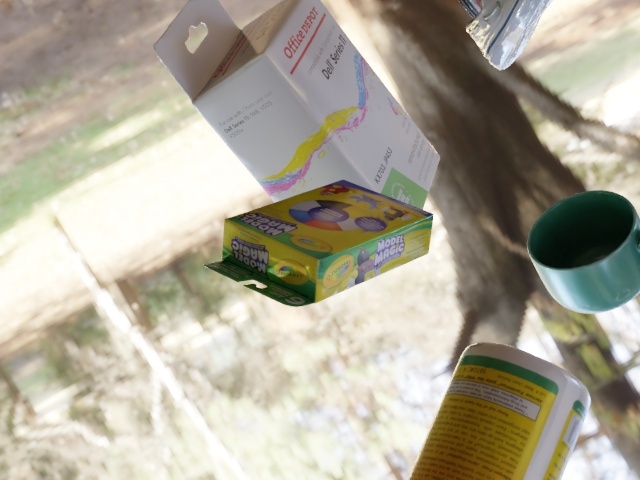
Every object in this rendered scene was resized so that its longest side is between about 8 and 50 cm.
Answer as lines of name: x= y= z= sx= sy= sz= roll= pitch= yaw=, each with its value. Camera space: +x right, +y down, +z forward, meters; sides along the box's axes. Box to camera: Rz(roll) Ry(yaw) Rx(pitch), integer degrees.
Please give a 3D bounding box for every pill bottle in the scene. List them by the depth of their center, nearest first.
pill bottle: x=0.135 y=0.200 z=1.065 sx=0.208 sy=0.117 sz=0.117 roll=-65 pitch=-166 yaw=-18

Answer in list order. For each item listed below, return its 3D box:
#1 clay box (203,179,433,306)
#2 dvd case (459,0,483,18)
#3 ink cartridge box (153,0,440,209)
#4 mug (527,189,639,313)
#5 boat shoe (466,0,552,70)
clay box: x=0.000 y=0.000 z=1.309 sx=0.127 sy=0.053 sz=0.222 roll=23 pitch=-153 yaw=34
dvd case: x=0.180 y=-0.297 z=1.513 sx=0.013 sy=0.119 sz=0.087 roll=-21 pitch=-135 yaw=29
ink cartridge box: x=-0.018 y=-0.157 z=1.517 sx=0.119 sy=0.353 sz=0.207 roll=-29 pitch=-158 yaw=30
mug: x=0.321 y=0.025 z=1.461 sx=0.129 sy=0.097 sz=0.158 roll=-39 pitch=-145 yaw=-9
boat shoe: x=0.202 y=-0.258 z=1.369 sx=0.083 sy=0.076 sz=0.226 roll=-46 pitch=173 yaw=-24
